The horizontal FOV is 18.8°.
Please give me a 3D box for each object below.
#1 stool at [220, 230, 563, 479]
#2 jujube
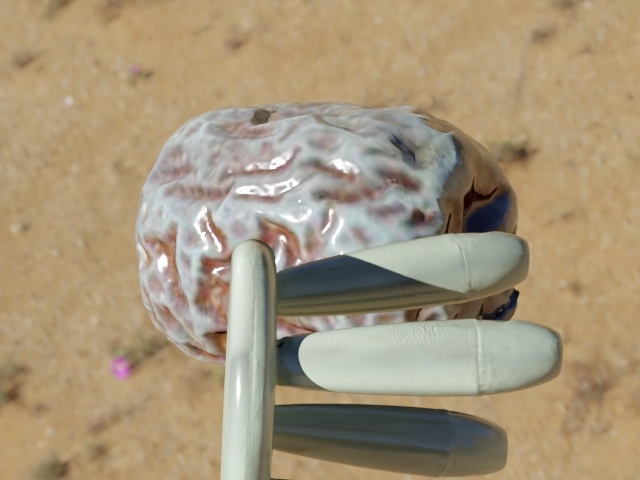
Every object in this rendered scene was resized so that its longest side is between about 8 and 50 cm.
[{"bbox_3d":[0.037,0.103,1.211,0.199,0.195,0.195,4,22,-2],"label":"stool"},{"bbox_3d":[0.000,0.000,1.501,0.317,0.226,0.226,6,48,36],"label":"jujube"}]
